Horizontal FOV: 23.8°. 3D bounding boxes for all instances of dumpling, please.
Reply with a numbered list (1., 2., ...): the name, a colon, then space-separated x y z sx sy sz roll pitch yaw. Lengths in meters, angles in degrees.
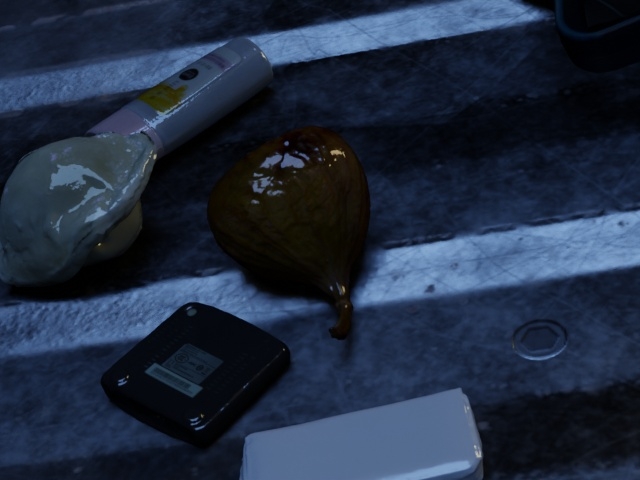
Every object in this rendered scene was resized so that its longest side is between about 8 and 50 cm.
1. dumpling: -0.232 -0.023 1.417 0.199 0.118 0.136 -34 45 21

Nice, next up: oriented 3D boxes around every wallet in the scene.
1. wallet: 0.029 0.168 1.159 0.190 0.033 0.095 -13 38 1

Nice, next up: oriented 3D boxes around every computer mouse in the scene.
1. computer mouse: 0.280 -0.281 1.589 0.106 0.062 0.192 -38 46 -23

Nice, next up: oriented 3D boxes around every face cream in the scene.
1. face cream: -0.144 -0.139 1.561 0.198 0.057 0.084 -35 42 -24

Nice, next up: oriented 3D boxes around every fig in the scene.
1. fig: 0.000 0.000 1.320 0.146 0.134 0.201 -43 62 10

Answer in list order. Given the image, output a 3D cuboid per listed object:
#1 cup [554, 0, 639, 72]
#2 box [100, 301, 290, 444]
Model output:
1. cup: 0.372 -0.308 1.409 0.308 0.242 0.292 -1 52 -5
2. box: -0.104 0.107 1.279 0.126 0.027 0.125 21 51 36
